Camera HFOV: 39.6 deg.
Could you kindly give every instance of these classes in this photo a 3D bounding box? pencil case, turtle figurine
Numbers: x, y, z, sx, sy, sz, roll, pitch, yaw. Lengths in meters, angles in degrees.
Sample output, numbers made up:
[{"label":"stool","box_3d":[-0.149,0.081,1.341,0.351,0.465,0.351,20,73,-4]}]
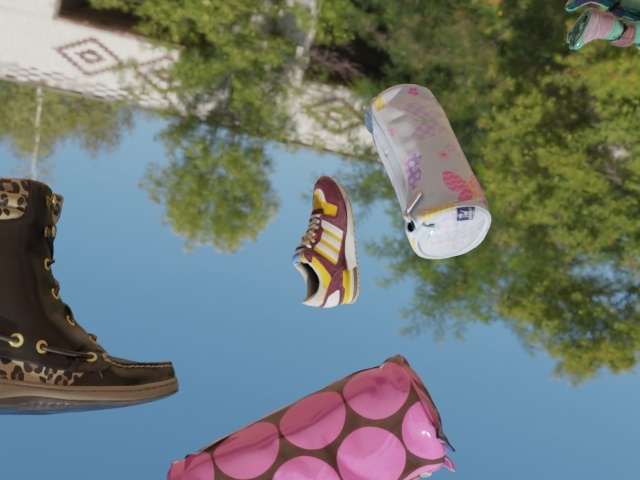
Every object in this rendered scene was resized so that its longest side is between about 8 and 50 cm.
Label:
[{"label":"pencil case","box_3d":[0.148,-0.102,1.284,0.124,0.113,0.273,-5,-129,-13]},{"label":"pencil case","box_3d":[-0.006,0.172,0.681,0.209,0.098,0.095,-24,-167,0]},{"label":"turtle figurine","box_3d":[0.417,-0.242,1.080,0.234,0.118,0.175,20,-146,-9]}]

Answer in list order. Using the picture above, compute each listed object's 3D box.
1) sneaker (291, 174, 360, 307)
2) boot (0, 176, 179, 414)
[{"label":"sneaker","box_3d":[0.000,0.000,1.229,0.084,0.185,0.069,-5,168,-24]},{"label":"boot","box_3d":[-0.351,0.077,1.136,0.377,0.284,0.138,7,162,-39]}]
